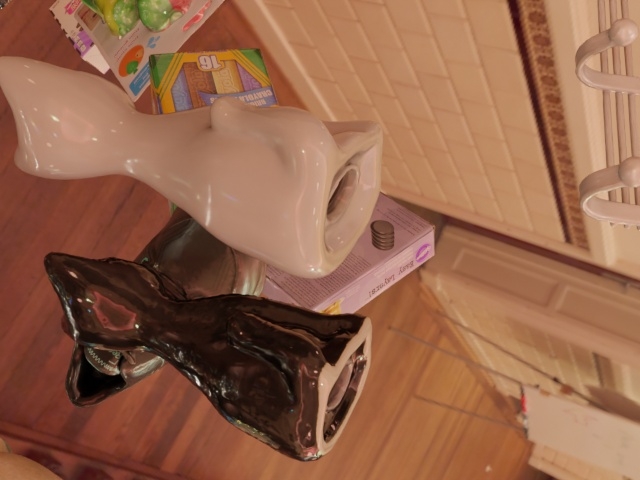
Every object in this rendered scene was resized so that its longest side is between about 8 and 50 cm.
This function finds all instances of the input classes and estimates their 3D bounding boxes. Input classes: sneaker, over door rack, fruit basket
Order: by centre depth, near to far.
[{"bbox_3d":[0.337,-0.101,0.500,0.108,0.324,0.239,119,-18,-62],"label":"over door rack"},{"bbox_3d":[-0.135,0.063,0.613,0.267,0.101,0.106,-48,179,40],"label":"sneaker"},{"bbox_3d":[-0.252,-0.420,1.148,0.327,0.353,0.165,-46,132,8],"label":"fruit basket"}]

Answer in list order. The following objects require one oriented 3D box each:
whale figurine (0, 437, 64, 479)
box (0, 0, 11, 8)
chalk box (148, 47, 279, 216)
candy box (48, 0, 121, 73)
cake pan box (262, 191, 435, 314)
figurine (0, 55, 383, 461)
[{"bbox_3d":[-0.262,0.238,0.484,0.141,0.272,0.216,61,34,-39],"label":"whale figurine"},{"bbox_3d":[-0.181,-0.262,0.401,0.175,0.051,0.220,50,57,-35],"label":"box"},{"bbox_3d":[-0.111,-0.093,0.817,0.132,0.213,0.132,-7,146,-15],"label":"chalk box"},{"bbox_3d":[-0.449,-0.467,1.495,0.165,0.196,0.070,-44,148,8],"label":"candy box"},{"bbox_3d":[0.000,0.000,1.133,0.246,0.267,0.070,-33,137,-25],"label":"cake pan box"},{"bbox_3d":[-0.080,0.004,0.408,0.092,0.209,0.214,-53,151,-48],"label":"figurine"}]
